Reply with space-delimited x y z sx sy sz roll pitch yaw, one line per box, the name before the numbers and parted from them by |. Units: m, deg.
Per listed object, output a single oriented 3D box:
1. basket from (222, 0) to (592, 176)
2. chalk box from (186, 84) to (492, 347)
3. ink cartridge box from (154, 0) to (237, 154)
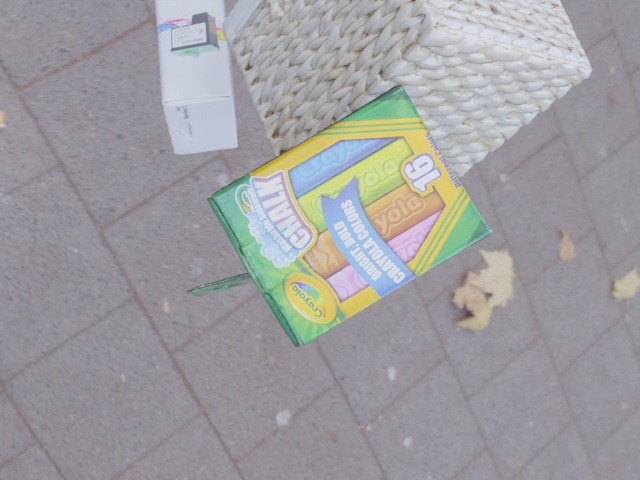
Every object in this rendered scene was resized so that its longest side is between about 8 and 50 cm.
basket | 0.107 -0.257 1.146 0.331 0.328 0.266 2 59 -41
chalk box | 0.000 0.000 0.930 0.289 0.180 0.179 -31 86 -2
ink cartridge box | -0.213 -0.314 1.514 0.117 0.201 0.278 -6 72 -4
